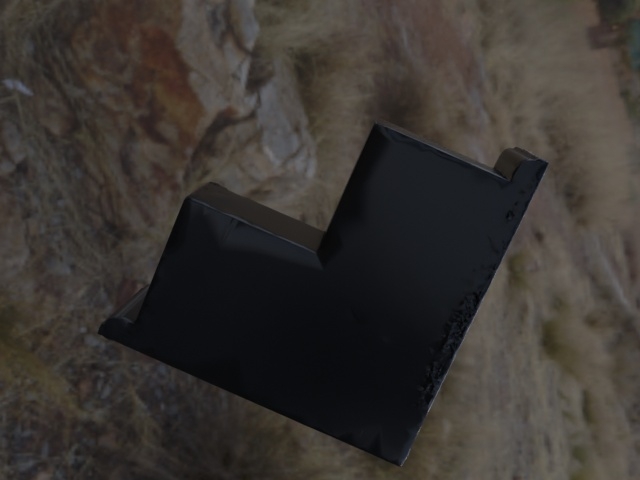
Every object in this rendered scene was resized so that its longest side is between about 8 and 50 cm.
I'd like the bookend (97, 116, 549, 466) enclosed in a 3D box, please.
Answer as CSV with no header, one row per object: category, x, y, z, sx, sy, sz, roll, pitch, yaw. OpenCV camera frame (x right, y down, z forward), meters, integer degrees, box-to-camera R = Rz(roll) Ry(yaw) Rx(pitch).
bookend,0.000,0.000,0.423,0.072,0.157,0.156,-69,-178,-79
